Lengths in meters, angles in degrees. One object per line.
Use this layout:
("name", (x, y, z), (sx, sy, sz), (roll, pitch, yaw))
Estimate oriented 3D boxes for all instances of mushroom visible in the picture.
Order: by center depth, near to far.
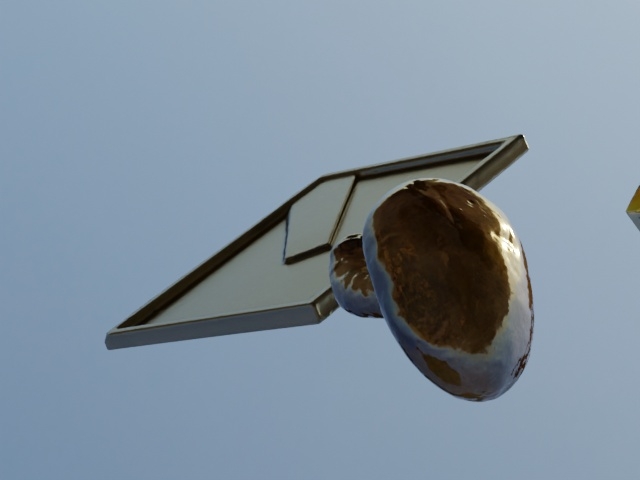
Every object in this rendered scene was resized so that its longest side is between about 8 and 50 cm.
("mushroom", (0.043, 0.010, 0.794), (0.088, 0.073, 0.129), (31, -176, -31))

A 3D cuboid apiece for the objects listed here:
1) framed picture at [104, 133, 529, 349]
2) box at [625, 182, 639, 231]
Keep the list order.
("framed picture", (0.000, 0.000, 1.449), (0.213, 0.016, 0.289), (-10, -161, 41))
("box", (0.320, 0.047, 1.317), (0.129, 0.247, 0.033), (-6, -137, 44))
